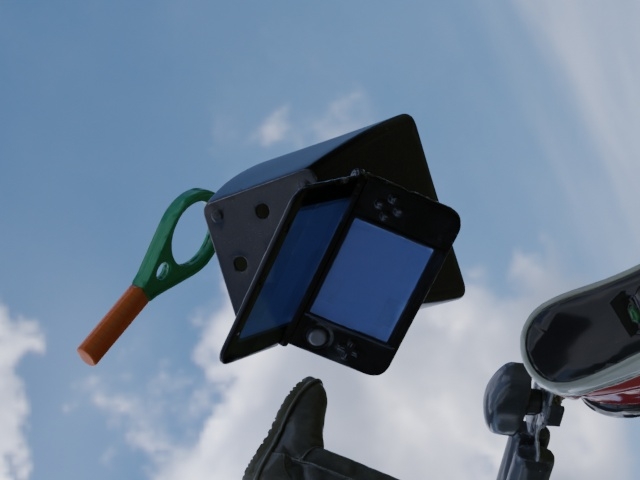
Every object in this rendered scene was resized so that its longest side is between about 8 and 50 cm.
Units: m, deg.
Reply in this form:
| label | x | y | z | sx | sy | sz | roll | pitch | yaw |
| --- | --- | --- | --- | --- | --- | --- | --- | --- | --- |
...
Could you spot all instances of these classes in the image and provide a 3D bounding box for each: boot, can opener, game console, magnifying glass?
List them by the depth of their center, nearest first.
| label | x | y | z | sx | sy | sz | roll | pitch | yaw |
| --- | --- | --- | --- | --- | --- | --- | --- | --- | --- |
| game console | 0.013 | 0.027 | 0.867 | 0.071 | 0.107 | 0.122 | -85 | 20 | -65 |
| boot | 0.275 | 0.058 | 1.014 | 0.176 | 0.244 | 0.088 | 30 | -135 | -59 |
| magnifying glass | -0.175 | 0.037 | 1.558 | 0.231 | 0.026 | 0.092 | -54 | -34 | -27 |
| can opener | 0.212 | 0.230 | 1.621 | 0.074 | 0.093 | 0.280 | -85 | 0 | -54 |
| boot | 0.037 | 0.260 | 1.692 | 0.190 | 0.208 | 0.076 | -62 | -27 | -31 |

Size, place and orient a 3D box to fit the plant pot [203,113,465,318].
| label | x | y | z | sx | sy | sz | roll | pitch | yaw |
| --- | --- | --- | --- | --- | --- | --- | --- | --- | --- |
| plant pot | 0.000 | 0.000 | 1.405 | 0.167 | 0.188 | 0.187 | -17 | -90 | -61 |
